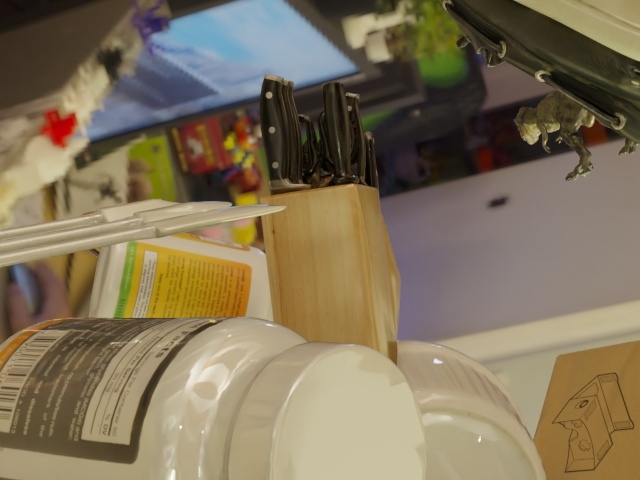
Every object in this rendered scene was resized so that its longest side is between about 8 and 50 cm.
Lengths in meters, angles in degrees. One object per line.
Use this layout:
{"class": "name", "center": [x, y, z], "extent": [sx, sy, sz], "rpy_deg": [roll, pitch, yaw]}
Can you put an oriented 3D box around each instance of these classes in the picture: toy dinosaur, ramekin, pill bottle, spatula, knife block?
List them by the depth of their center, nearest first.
{"class": "pill bottle", "center": [-0.083, 0.127, 0.776], "extent": [0.162, 0.278, 0.162], "rpy_deg": [3, 86, -48]}
{"class": "spatula", "center": [-0.163, -0.001, 0.817], "extent": [0.168, 0.242, 0.019], "rpy_deg": [13, -67, 63]}
{"class": "knife block", "center": [0.000, 0.000, 1.088], "extent": [0.276, 0.088, 0.242], "rpy_deg": [-82, 159, -46]}
{"class": "ramekin", "center": [0.086, 0.236, 1.179], "extent": [0.127, 0.272, 0.273], "rpy_deg": [-145, -143, -74]}
{"class": "pill bottle", "center": [-0.137, 0.065, 1.482], "extent": [0.136, 0.245, 0.136], "rpy_deg": [-168, -90, -75]}
{"class": "toy dinosaur", "center": [0.326, -0.146, 1.529], "extent": [0.064, 0.268, 0.118], "rpy_deg": [-13, 78, -37]}

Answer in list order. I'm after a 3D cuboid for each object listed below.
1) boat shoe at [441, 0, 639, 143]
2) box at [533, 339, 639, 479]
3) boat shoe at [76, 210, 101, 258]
{"class": "boat shoe", "center": [0.154, -0.175, 0.957], "extent": [0.127, 0.340, 0.113], "rpy_deg": [-29, 136, -31]}
{"class": "box", "center": [0.294, 0.199, 1.345], "extent": [0.021, 0.164, 0.201], "rpy_deg": [40, 55, -27]}
{"class": "boat shoe", "center": [-0.248, 0.030, 1.767], "extent": [0.073, 0.207, 0.073], "rpy_deg": [-59, -173, 47]}
